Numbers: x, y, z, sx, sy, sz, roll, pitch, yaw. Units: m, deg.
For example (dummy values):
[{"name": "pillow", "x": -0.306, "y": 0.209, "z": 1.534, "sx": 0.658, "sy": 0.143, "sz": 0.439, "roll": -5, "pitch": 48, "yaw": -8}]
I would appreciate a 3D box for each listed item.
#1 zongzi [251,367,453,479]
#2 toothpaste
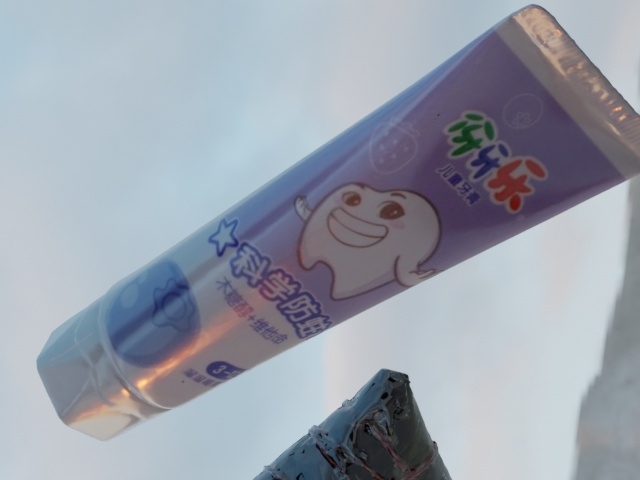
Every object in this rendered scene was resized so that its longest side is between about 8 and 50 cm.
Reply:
[{"name": "zongzi", "x": -0.007, "y": 0.081, "z": 0.480, "sx": 0.083, "sy": 0.073, "sz": 0.067, "roll": -59, "pitch": -31, "yaw": -25}, {"name": "toothpaste", "x": 0.000, "y": 0.000, "z": 0.921, "sx": 0.125, "sy": 0.371, "sz": 0.080, "roll": 44, "pitch": -151, "yaw": -31}]
